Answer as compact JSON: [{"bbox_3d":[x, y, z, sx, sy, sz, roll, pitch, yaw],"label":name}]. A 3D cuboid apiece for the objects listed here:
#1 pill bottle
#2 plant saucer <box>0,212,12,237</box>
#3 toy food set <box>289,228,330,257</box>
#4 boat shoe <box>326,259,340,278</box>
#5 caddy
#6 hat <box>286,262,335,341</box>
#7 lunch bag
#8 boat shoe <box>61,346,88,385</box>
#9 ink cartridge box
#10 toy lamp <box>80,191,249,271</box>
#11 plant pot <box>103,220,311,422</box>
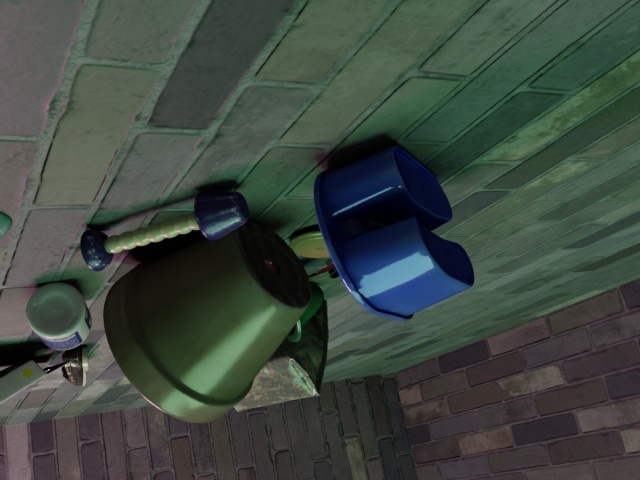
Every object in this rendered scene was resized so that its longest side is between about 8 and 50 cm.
[{"bbox_3d":[-0.522,0.161,1.546,0.111,0.112,0.187,-7,162,-13],"label":"pill bottle"},{"bbox_3d":[-0.520,-0.014,1.133,0.119,0.021,0.119,-11,163,-3],"label":"plant saucer"},{"bbox_3d":[0.000,0.000,1.516,0.191,0.039,0.132,-11,157,16],"label":"toy food set"},{"bbox_3d":[0.070,0.048,1.699,0.133,0.042,0.048,-25,156,35],"label":"boat shoe"},{"bbox_3d":[0.107,-0.001,1.220,0.179,0.241,0.341,-23,160,21],"label":"caddy"},{"bbox_3d":[-0.012,0.113,1.698,0.183,0.173,0.208,-23,-168,-24],"label":"hat"},{"bbox_3d":[-0.109,0.246,1.854,0.235,0.287,0.169,-16,126,22],"label":"lunch bag"},{"bbox_3d":[-0.685,0.352,2.127,0.068,0.081,0.228,-2,154,-20],"label":"boat shoe"},{"bbox_3d":[-0.822,0.374,1.964,0.307,0.072,0.303,-34,-173,-34],"label":"ink cartridge box"},{"bbox_3d":[-0.246,-0.019,1.210,0.274,0.080,0.080,-15,163,14],"label":"toy lamp"},{"bbox_3d":[-0.178,0.121,1.382,0.280,0.323,0.323,-38,153,24],"label":"plant pot"}]
